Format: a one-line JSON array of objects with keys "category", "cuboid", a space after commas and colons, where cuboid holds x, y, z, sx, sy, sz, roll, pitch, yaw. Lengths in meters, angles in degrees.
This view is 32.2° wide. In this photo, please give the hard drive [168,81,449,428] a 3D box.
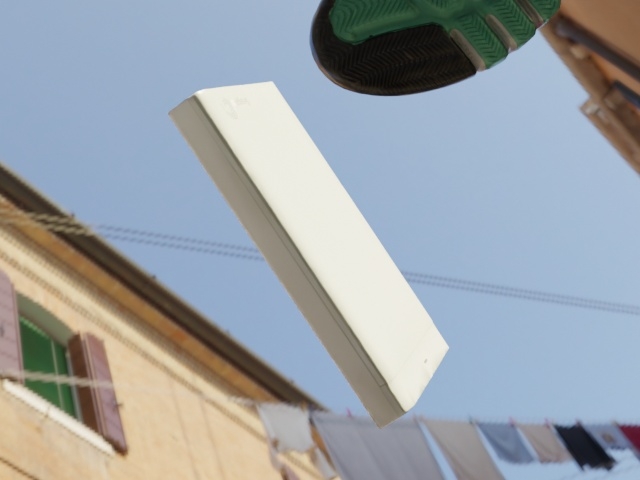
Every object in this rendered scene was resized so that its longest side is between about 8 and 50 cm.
[{"category": "hard drive", "cuboid": [0.000, 0.000, 0.983, 0.040, 0.203, 0.308, -33, -90, 19]}]

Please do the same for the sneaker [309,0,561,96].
[{"category": "sneaker", "cuboid": [0.086, -0.142, 0.553, 0.223, 0.098, 0.083, -36, -82, -8]}]
